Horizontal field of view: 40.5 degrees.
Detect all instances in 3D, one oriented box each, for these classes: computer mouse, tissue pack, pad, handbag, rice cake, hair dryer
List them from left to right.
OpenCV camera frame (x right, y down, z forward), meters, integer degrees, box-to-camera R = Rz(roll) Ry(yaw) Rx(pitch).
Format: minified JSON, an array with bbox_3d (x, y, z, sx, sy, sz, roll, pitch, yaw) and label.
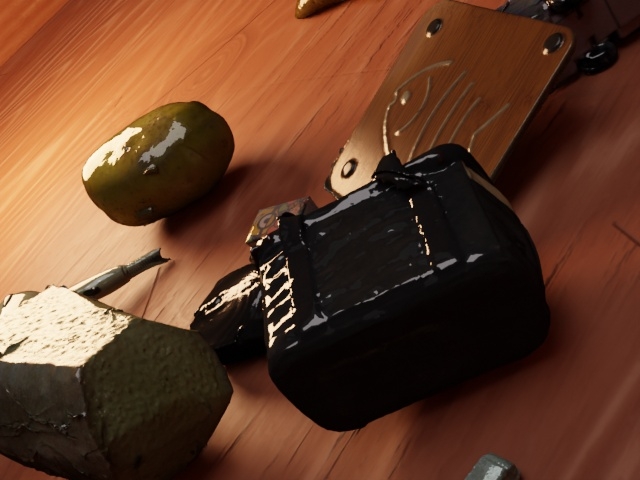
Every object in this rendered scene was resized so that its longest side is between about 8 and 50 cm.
[{"bbox_3d":[-0.358,0.096,1.184,0.267,0.092,0.229,-24,12,19],"label":"hair dryer"},{"bbox_3d":[-0.061,0.072,0.976,0.217,0.073,0.122,-17,39,32],"label":"computer mouse"},{"bbox_3d":[-0.047,-0.018,1.107,0.083,0.035,0.063,-11,41,33],"label":"tissue pack"},{"bbox_3d":[0.070,0.043,0.791,0.254,0.181,0.181,-27,41,15],"label":"handbag"},{"bbox_3d":[0.133,-0.139,1.003,0.286,0.018,0.284,-58,33,6],"label":"pad"},{"bbox_3d":[0.094,0.236,0.664,0.033,0.029,0.170,21,66,47],"label":"rice cake"}]

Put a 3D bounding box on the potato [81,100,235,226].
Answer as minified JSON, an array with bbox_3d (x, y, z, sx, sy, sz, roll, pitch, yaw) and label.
[{"bbox_3d":[-0.240,-0.114,1.307,0.228,0.148,0.197,-40,19,-4],"label":"potato"}]

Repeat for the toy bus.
[{"bbox_3d":[0.351,-0.307,1.009,0.317,0.112,0.138,-33,29,8],"label":"toy bus"}]

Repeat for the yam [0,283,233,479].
[{"bbox_3d":[-0.239,0.162,0.928,0.271,0.201,0.202,-8,23,44],"label":"yam"}]

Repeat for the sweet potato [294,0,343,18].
[{"bbox_3d":[0.042,-0.441,1.521,0.250,0.059,0.069,-1,68,39],"label":"sweet potato"}]
